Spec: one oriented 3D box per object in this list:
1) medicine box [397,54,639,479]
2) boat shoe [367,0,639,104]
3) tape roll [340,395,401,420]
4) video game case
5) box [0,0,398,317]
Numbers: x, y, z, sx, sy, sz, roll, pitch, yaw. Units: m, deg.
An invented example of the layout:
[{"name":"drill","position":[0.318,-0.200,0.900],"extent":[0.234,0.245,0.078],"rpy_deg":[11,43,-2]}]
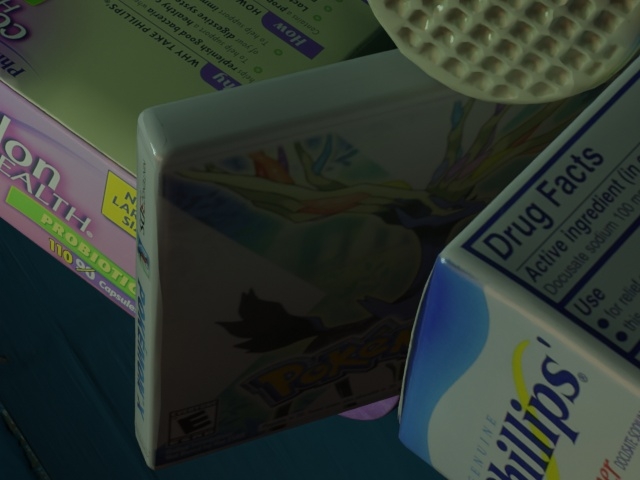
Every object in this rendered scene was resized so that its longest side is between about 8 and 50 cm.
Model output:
[{"name":"medicine box","position":[0.225,0.045,0.649],"extent":[0.289,0.263,0.149],"rpy_deg":[36,149,20]},{"name":"boat shoe","position":[0.075,-0.300,0.626],"extent":[0.186,0.156,0.500],"rpy_deg":[0,114,23]},{"name":"tape roll","position":[0.000,0.000,1.219],"extent":[0.275,0.090,0.275],"rpy_deg":[41,151,29]},{"name":"video game case","position":[0.060,-0.001,0.856],"extent":[0.300,0.329,0.036],"rpy_deg":[100,151,-54]},{"name":"box","position":[-0.094,-0.109,0.917],"extent":[0.213,0.243,0.117],"rpy_deg":[35,143,12]}]
